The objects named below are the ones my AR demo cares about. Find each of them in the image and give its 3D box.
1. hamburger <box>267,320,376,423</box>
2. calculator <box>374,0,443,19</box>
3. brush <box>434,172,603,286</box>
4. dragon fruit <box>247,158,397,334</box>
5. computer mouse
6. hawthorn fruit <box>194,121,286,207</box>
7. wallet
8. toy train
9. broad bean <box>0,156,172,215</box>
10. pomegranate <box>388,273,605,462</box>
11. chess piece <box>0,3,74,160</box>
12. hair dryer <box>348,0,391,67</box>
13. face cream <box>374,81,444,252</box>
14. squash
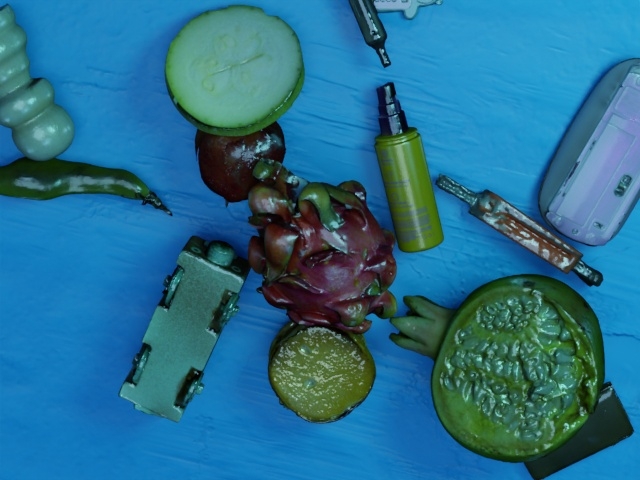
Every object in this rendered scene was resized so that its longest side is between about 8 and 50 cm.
[{"bbox_3d":[0.003,0.214,2.059,0.181,0.118,0.191,-16,102,8],"label":"hamburger"},{"bbox_3d":[0.125,-0.393,1.936,0.141,0.019,0.094,-1,103,1],"label":"calculator"},{"bbox_3d":[0.328,-0.021,2.015,0.323,0.070,0.051,31,100,-7],"label":"brush"},{"bbox_3d":[-0.004,0.017,1.928,0.307,0.227,0.243,10,98,-46],"label":"dragon fruit"},{"bbox_3d":[0.471,-0.140,1.977,0.158,0.072,0.310,25,105,-8],"label":"computer mouse"},{"bbox_3d":[-0.130,-0.129,1.955,0.148,0.148,0.172,10,121,-2],"label":"hawthorn fruit"},{"bbox_3d":[0.434,0.330,2.133,0.198,0.031,0.110,-28,104,8],"label":"wallet"},{"bbox_3d":[-0.214,0.136,2.020,0.129,0.159,0.326,24,108,-3],"label":"toy train"},{"bbox_3d":[-0.399,-0.095,2.000,0.325,0.067,0.075,6,89,-5],"label":"broad bean"},{"bbox_3d":[0.296,0.185,2.014,0.358,0.216,0.310,24,107,25],"label":"pomegranate"},{"bbox_3d":[-0.480,-0.235,1.939,0.133,0.133,0.243,-27,111,8],"label":"chess piece"},{"bbox_3d":[0.080,-0.392,1.899,0.195,0.078,0.248,-22,100,6],"label":"hair dryer"},{"bbox_3d":[0.133,-0.119,1.983,0.078,0.078,0.273,-13,105,4],"label":"face cream"},{"bbox_3d":[-0.135,-0.262,1.905,0.219,0.041,0.219,-2,69,4],"label":"squash"}]
